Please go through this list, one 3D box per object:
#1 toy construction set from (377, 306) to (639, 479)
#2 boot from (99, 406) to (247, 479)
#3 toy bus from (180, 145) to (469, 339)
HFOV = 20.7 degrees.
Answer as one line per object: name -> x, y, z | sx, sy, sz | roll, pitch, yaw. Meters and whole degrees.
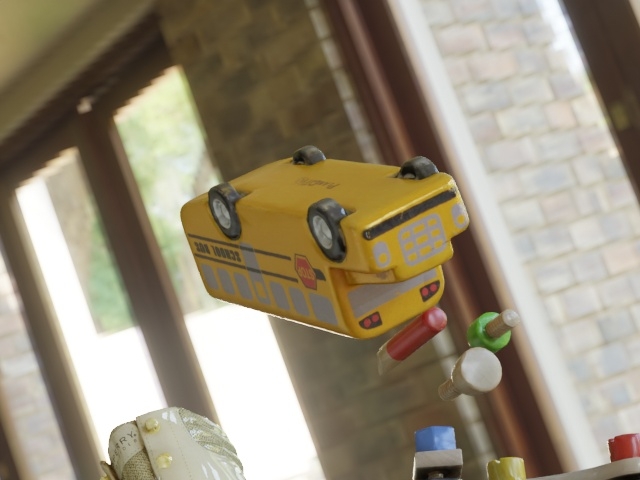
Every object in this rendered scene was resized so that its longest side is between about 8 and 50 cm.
toy construction set -> 0.140, 0.225, 1.607 | 0.257, 0.309, 0.237 | -23, -10, -27
boot -> -0.112, 0.218, 1.238 | 0.095, 0.203, 0.262 | -46, -28, 27
toy bus -> 0.000, 0.000, 1.502 | 0.108, 0.130, 0.332 | -25, 18, -26
